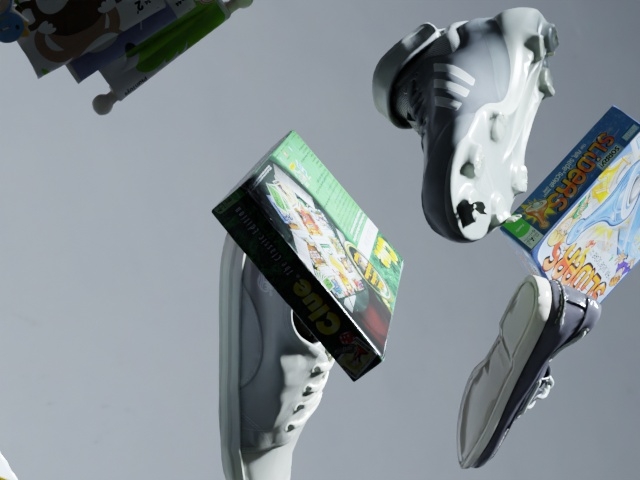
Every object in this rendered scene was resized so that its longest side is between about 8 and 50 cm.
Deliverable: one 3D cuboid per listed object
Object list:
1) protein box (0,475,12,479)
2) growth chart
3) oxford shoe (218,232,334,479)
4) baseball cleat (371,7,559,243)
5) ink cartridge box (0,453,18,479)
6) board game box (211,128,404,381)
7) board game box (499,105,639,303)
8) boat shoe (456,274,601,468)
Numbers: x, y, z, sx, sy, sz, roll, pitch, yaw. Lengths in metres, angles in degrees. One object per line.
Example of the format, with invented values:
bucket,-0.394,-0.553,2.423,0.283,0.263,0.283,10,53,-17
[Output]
protein box,-0.279,0.298,1.259,0.199,0.201,0.136,19,69,10
growth chart,-0.161,-0.190,0.978,0.172,0.021,0.237,-43,138,-5
oxford shoe,-0.049,0.171,1.764,0.169,0.130,0.449,-66,160,-58
baseball cleat,0.072,-0.064,0.808,0.206,0.109,0.072,-57,137,-49
ink cartridge box,-0.534,0.194,1.478,0.308,0.091,0.385,-33,98,-15
board game box,0.000,0.000,0.954,0.136,0.030,0.260,48,12,-4
board game box,0.227,-0.012,1.184,0.136,0.035,0.201,-47,151,-2
boat shoe,0.166,0.116,1.150,0.065,0.206,0.075,10,38,-13
